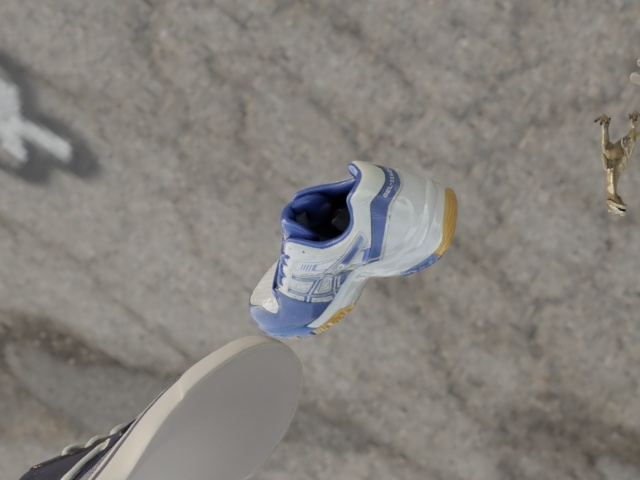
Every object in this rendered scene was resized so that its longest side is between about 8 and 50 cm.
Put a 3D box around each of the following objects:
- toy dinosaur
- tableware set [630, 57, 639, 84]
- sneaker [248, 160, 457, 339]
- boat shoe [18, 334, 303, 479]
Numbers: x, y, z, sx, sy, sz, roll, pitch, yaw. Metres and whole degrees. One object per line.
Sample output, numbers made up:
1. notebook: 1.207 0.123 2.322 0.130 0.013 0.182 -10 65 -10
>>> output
1. toy dinosaur: 0.341 -0.102 1.839 0.053 0.183 0.092 7 128 16
2. tableware set: 0.278 -0.116 0.994 0.154 0.024 0.104 21 129 -4
3. sneaker: 0.000 0.000 1.587 0.131 0.112 0.296 24 141 -28
4. boat shoe: -0.176 0.203 1.467 0.158 0.340 0.127 19 148 52
